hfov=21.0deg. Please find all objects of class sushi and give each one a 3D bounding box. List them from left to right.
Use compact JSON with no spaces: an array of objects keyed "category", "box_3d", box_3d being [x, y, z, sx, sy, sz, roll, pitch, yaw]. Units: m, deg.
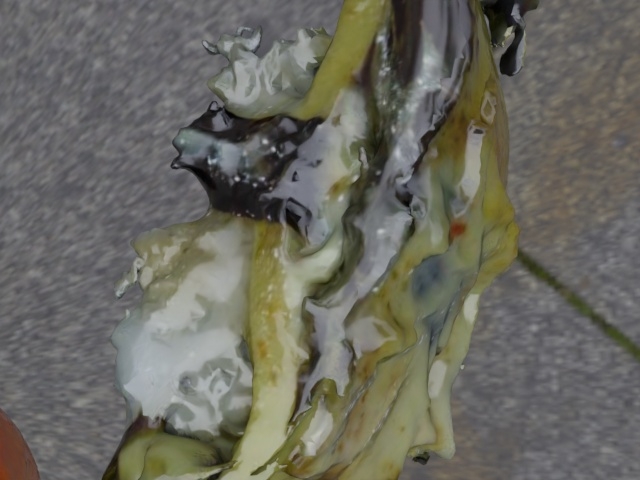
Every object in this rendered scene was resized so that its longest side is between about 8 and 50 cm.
[{"category":"sushi","box_3d":[0.006,0.002,0.686,0.131,0.139,0.291,11,73,23]}]

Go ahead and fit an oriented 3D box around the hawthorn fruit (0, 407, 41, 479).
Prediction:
[{"category":"hawthorn fruit","box_3d":[-0.208,0.124,0.712,0.211,0.299,0.211,18,67,-47]}]
